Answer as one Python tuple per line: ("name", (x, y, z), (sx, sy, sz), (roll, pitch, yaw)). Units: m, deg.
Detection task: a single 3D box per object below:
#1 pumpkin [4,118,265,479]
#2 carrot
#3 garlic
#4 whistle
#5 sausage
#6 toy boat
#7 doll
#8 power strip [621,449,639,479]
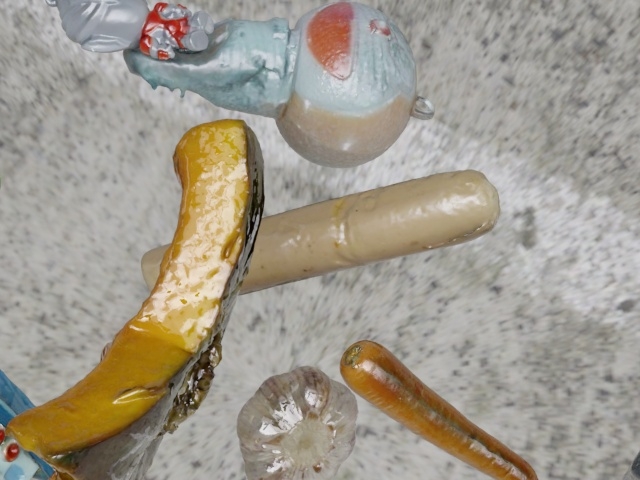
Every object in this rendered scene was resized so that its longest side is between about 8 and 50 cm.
("pumpkin", (-0.122, 0.091, 0.962), (0.095, 0.290, 0.258), (31, 60, 1))
("carrot", (0.087, 0.127, 1.034), (0.190, 0.037, 0.037), (37, 84, -25))
("garlic", (-0.029, 0.221, 1.760), (0.147, 0.102, 0.159), (18, 100, -19))
("whistle", (-0.036, -0.186, 1.607), (0.348, 0.189, 0.189), (11, 84, -12))
("sausage", (-0.001, 0.001, 1.205), (0.301, 0.066, 0.065), (-16, 84, 20))
("toy boat", (-0.310, 0.144, 1.248), (0.109, 0.238, 0.098), (8, 55, 40))
("doll", (-0.200, -0.227, 1.540), (0.180, 0.079, 0.094), (14, 64, 9))
("power strip", (0.328, 0.207, 1.383), (0.070, 0.256, 0.105), (31, 78, 15))
